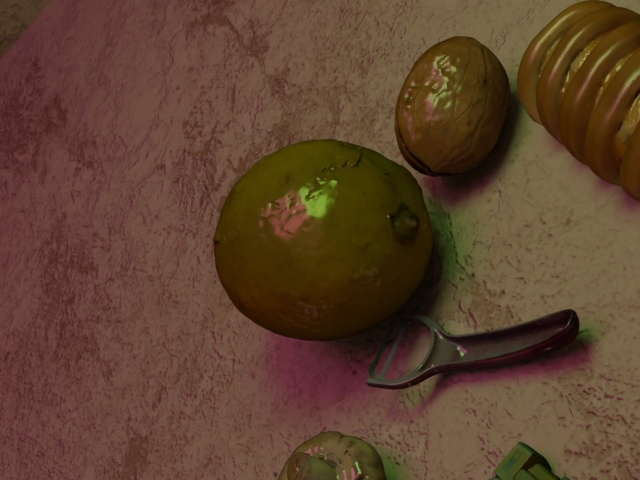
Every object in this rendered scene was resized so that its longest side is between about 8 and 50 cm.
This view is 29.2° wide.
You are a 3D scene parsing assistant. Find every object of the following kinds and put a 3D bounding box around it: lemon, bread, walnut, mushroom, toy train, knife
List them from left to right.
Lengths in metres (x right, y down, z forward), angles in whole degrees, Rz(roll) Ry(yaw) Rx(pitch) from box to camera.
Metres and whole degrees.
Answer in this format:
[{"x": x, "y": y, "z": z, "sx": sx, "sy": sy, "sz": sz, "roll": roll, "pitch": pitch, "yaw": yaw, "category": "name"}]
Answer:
[{"x": -0.002, "y": 0.001, "z": 1.510, "sx": 0.284, "sy": 0.260, "sz": 0.260, "roll": 25, "pitch": 85, "yaw": 53, "category": "lemon"}, {"x": 0.012, "y": 0.287, "z": 1.395, "sx": 0.154, "sy": 0.122, "sz": 0.154, "roll": -28, "pitch": 41, "yaw": 28, "category": "mushroom"}, {"x": 0.161, "y": -0.160, "z": 1.525, "sx": 0.144, "sy": 0.144, "sz": 0.180, "roll": -3, "pitch": 67, "yaw": 49, "category": "walnut"}, {"x": 0.181, "y": 0.110, "z": 1.377, "sx": 0.278, "sy": 0.053, "sz": 0.123, "roll": -13, "pitch": 43, "yaw": 44, "category": "knife"}, {"x": 0.212, "y": 0.258, "z": 1.229, "sx": 0.081, "sy": 0.050, "sz": 0.122, "roll": -49, "pitch": 29, "yaw": -3, "category": "toy train"}, {"x": 0.327, "y": -0.157, "z": 1.330, "sx": 0.173, "sy": 0.121, "sz": 0.311, "roll": -56, "pitch": 38, "yaw": 10, "category": "bread"}]
